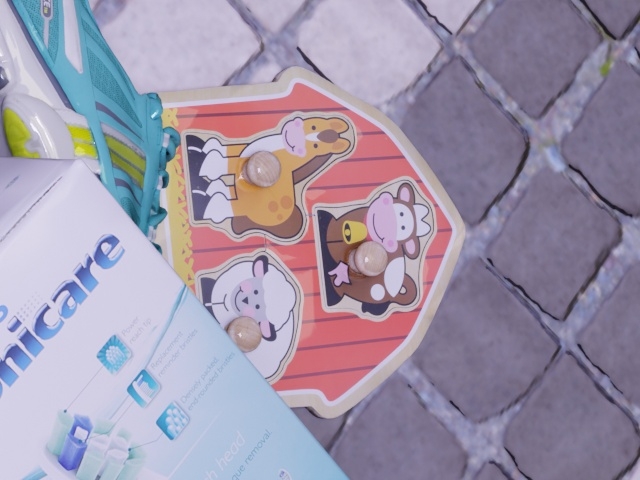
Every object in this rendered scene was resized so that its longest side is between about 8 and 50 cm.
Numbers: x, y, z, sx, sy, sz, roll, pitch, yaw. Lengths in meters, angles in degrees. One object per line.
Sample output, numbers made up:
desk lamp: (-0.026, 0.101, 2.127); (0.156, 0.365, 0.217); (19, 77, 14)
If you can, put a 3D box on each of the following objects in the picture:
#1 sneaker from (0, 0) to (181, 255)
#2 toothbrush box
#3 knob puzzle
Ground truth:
sneaker: (-0.108, -0.028, 0.969); (0.110, 0.107, 0.275); (-26, 99, -40)
toothbrush box: (-0.109, 0.105, 0.854); (0.126, 0.216, 0.295); (-51, 122, -24)
knob puzzle: (0.000, 0.000, 1.063); (0.213, 0.030, 0.213); (4, 83, -29)
